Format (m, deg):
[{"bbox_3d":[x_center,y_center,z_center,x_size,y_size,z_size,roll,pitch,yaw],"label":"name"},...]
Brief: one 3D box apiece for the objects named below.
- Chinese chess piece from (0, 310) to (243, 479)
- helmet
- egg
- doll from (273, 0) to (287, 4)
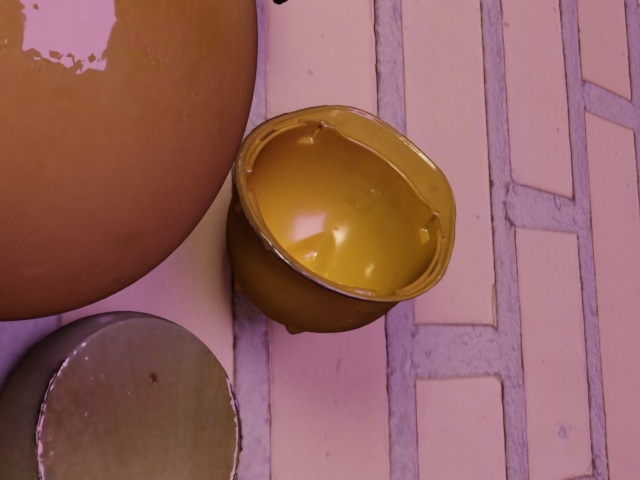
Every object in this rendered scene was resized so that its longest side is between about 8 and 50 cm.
[{"bbox_3d":[-0.148,0.147,0.667,0.188,0.083,0.188,10,75,-42],"label":"Chinese chess piece"},{"bbox_3d":[0.000,0.000,0.809,0.205,0.140,0.257,39,36,3],"label":"helmet"},{"bbox_3d":[-0.189,-0.138,0.509,0.301,0.301,0.374,11,55,-46],"label":"egg"},{"bbox_3d":[-0.099,-0.306,0.745,0.143,0.135,0.234,-46,126,-42],"label":"doll"}]
